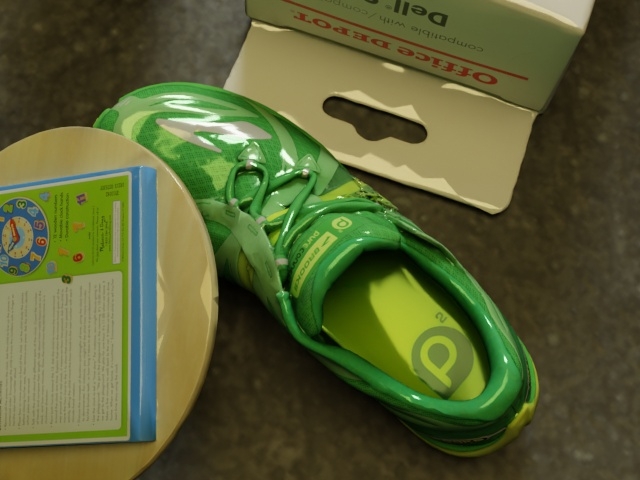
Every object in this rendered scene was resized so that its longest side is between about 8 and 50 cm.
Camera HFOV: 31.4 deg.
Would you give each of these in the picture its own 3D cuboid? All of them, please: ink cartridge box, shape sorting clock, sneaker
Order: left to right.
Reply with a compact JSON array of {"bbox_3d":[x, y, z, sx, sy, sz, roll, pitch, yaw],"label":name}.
[{"bbox_3d":[-0.143,0.040,0.614,0.206,0.040,0.206,-5,78,22],"label":"shape sorting clock"},{"bbox_3d":[0.000,0.000,0.620,0.295,0.123,0.109,36,81,10],"label":"sneaker"},{"bbox_3d":[0.081,-0.217,0.699,0.207,0.119,0.354,18,73,3],"label":"ink cartridge box"}]
